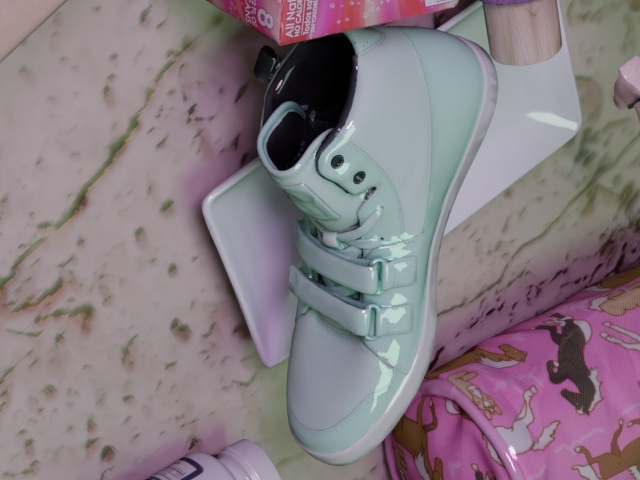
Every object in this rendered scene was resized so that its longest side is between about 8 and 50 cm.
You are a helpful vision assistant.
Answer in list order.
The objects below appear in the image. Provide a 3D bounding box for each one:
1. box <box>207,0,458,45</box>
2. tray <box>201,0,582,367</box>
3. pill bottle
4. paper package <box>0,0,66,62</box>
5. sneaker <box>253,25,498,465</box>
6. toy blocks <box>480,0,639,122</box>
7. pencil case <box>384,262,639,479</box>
[{"bbox_3d":[-0.001,-0.240,0.947,0.122,0.128,0.257,-17,126,-35],"label":"box"},{"bbox_3d":[0.045,-0.052,1.182,0.270,0.030,0.145,-37,134,-19],"label":"tray"},{"bbox_3d":[-0.083,0.169,1.178,0.120,0.067,0.067,-29,132,-26],"label":"pill bottle"},{"bbox_3d":[-0.214,-0.212,0.743,0.309,0.168,0.325,-46,138,-10],"label":"paper package"},{"bbox_3d":[0.000,-0.001,1.078,0.151,0.094,0.256,8,100,-51],"label":"sneaker"},{"bbox_3d":[0.228,-0.234,1.016,0.309,0.288,0.260,-35,129,-33],"label":"toy blocks"},{"bbox_3d":[0.224,0.108,1.356,0.386,0.167,0.160,-21,161,-32],"label":"pencil case"}]
